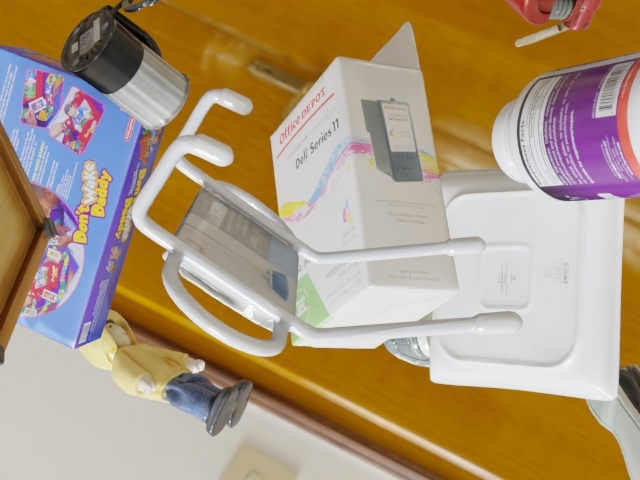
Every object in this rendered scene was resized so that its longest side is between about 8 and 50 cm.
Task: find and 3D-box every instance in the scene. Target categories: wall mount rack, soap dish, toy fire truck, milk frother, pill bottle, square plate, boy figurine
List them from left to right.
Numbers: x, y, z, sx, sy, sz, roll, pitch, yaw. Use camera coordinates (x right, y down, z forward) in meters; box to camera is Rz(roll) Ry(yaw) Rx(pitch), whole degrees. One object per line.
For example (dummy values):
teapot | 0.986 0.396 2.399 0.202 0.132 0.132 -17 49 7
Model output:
soap dish | -0.364 -0.006 1.005 0.290 0.118 0.228 -89 166 -56
milk frother | -0.203 -0.225 1.239 0.135 0.143 0.129 36 52 -44
boy figurine | -0.245 0.198 1.620 0.177 0.285 0.092 -7 122 -64
wall mount rack | 0.000 0.000 0.908 0.130 0.304 0.350 -54 -170 15
square plate | 0.293 0.054 1.587 0.049 0.344 0.347 7 85 -42
toy fire truck | 0.422 -0.440 1.945 0.217 0.158 0.246 -5 130 -27
pill bottle | 0.370 -0.142 1.357 0.323 0.181 0.181 0 -121 62

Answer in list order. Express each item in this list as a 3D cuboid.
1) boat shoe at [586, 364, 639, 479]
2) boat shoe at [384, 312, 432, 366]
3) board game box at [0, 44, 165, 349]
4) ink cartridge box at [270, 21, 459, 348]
boat shoe | 0.506 0.293 1.620 0.302 0.091 0.114 -107 -164 -50
boat shoe | 0.218 0.190 2.021 0.319 0.099 0.116 16 65 -63
board game box | -0.365 -0.060 1.415 0.078 0.233 0.347 -23 133 -72
ink cartridge box | 0.038 -0.071 1.237 0.207 0.119 0.353 -43 -131 55
